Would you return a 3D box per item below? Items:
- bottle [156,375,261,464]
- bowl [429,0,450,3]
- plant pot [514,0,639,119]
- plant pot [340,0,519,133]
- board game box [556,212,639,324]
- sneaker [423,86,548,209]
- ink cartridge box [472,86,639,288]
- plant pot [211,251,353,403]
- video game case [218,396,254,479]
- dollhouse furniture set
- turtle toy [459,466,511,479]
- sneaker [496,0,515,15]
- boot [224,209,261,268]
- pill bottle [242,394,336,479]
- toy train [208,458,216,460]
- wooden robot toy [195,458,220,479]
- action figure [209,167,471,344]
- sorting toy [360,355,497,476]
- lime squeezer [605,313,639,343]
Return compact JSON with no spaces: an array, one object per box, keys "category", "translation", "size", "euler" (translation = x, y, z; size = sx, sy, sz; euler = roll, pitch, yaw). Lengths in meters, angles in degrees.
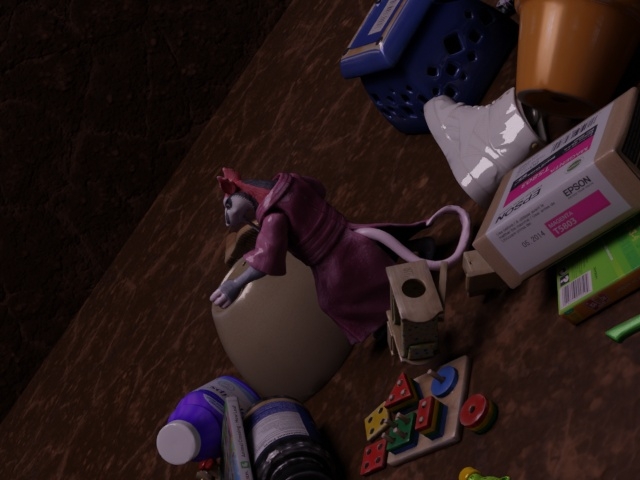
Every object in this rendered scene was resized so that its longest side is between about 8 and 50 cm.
[{"category":"bottle","translation":[-0.184,0.302,1.666],"size":[0.092,0.118,0.283],"euler":[-55,-11,12]},{"category":"bowl","translation":[0.345,-0.472,1.627],"size":[0.391,0.077,0.391],"euler":[-16,7,2]},{"category":"plant pot","translation":[0.368,-0.284,1.453],"size":[0.205,0.205,0.187],"euler":[5,77,65]},{"category":"plant pot","translation":[0.189,-0.355,1.880],"size":[0.236,0.212,0.236],"euler":[-59,21,-10]},{"category":"board game box","translation":[0.390,-0.008,1.194],"size":[0.259,0.039,0.124],"euler":[-41,25,37]},{"category":"sneaker","translation":[0.275,-0.188,1.618],"size":[0.169,0.108,0.292],"euler":[-45,33,19]},{"category":"ink cartridge box","translation":[0.324,-0.068,1.285],"size":[0.235,0.088,0.193],"euler":[-37,10,37]},{"category":"plant pot","translation":[-0.076,0.123,1.758],"size":[0.284,0.191,0.284],"euler":[-43,24,25]},{"category":"video game case","translation":[-0.128,0.378,1.514],"size":[0.193,0.023,0.212],"euler":[-108,21,-48]},{"category":"dollhouse furniture set","translation":[0.182,0.116,1.411],"size":[0.161,0.182,0.101],"euler":[-11,50,-4]},{"category":"turtle toy","translation":[0.178,0.319,1.110],"size":[0.130,0.066,0.095],"euler":[-57,25,-3]},{"category":"sneaker","translation":[0.360,-0.444,1.898],"size":[0.069,0.038,0.098],"euler":[-51,12,12]},{"category":"boot","translation":[-0.134,-0.062,2.281],"size":[0.248,0.090,0.206],"euler":[-35,31,48]},{"category":"pill bottle","translation":[-0.047,0.328,1.486],"size":[0.123,0.123,0.219],"euler":[-53,22,6]},{"category":"toy train","translation":[-0.202,0.412,1.831],"size":[0.024,0.017,0.083],"euler":[-32,29,23]},{"category":"wooden robot toy","translation":[-0.150,0.378,1.708],"size":[0.173,0.076,0.079],"euler":[-22,27,53]},{"category":"action figure","translation":[0.000,0.000,1.530],"size":[0.276,0.370,0.248],"euler":[-33,29,46]},{"category":"sorting toy","translation":[0.131,0.228,1.369],"size":[0.274,0.046,0.132],"euler":[-34,29,43]},{"category":"lime squeezer","translation":[0.436,0.003,1.046],"size":[0.310,0.059,0.110],"euler":[-54,23,1]}]
